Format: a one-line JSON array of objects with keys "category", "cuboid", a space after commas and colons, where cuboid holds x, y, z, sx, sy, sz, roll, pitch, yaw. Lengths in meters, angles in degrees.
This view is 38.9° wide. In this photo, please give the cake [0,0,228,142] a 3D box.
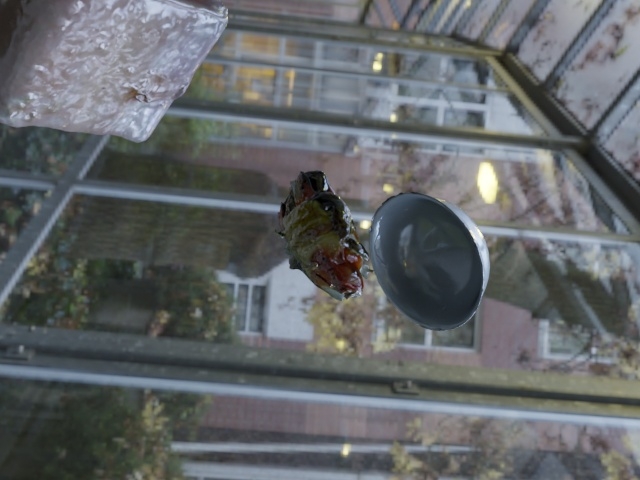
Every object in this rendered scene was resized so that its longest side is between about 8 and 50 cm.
[{"category": "cake", "cuboid": [-0.296, -0.297, 1.081, 0.230, 0.237, 0.308, -50, -122, 28]}]

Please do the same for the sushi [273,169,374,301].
[{"category": "sushi", "cuboid": [0.000, 0.003, 1.132, 0.226, 0.097, 0.103, -114, -179, -51]}]

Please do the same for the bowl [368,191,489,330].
[{"category": "bowl", "cuboid": [0.159, 0.015, 1.187, 0.189, 0.086, 0.188, 22, -56, 38]}]
